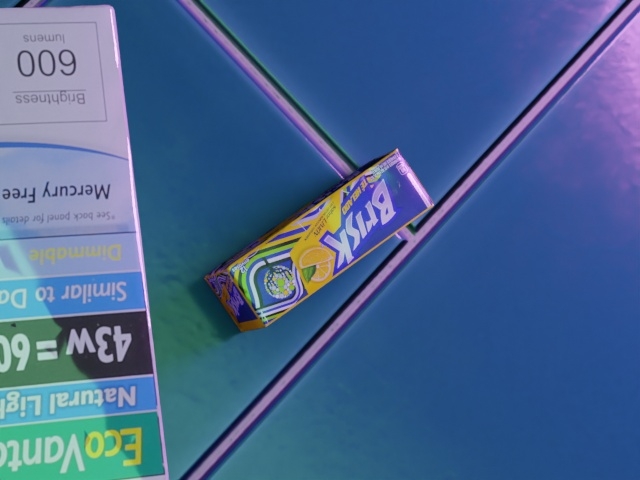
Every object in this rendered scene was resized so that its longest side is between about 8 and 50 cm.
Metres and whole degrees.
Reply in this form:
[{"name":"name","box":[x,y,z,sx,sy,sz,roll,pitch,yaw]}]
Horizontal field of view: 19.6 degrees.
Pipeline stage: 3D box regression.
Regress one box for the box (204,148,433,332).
[{"name":"box","box":[0.000,0.000,1.395,0.169,0.059,0.054,-36,96,-21]}]

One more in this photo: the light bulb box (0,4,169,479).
[{"name":"light bulb box","box":[-0.305,0.055,1.189,0.358,0.225,0.361,-5,82,-21]}]
